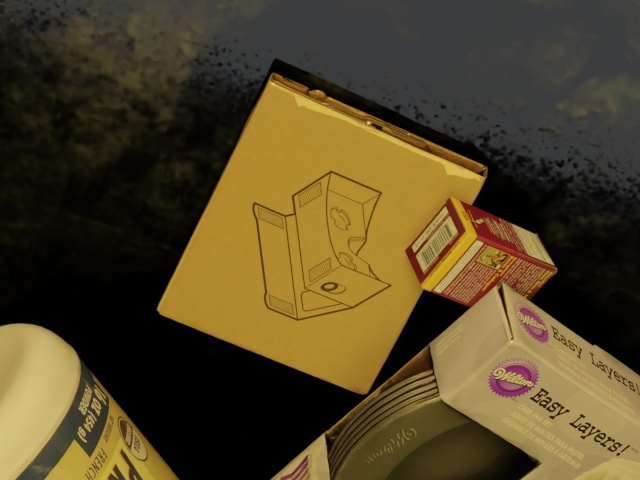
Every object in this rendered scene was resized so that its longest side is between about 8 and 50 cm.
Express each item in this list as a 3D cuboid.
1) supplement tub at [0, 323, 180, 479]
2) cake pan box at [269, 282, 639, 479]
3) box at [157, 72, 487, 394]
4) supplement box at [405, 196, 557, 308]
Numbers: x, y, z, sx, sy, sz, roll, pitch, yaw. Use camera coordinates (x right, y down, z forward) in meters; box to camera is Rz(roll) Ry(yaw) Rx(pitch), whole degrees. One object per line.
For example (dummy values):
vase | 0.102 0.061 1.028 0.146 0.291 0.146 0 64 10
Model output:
supplement tub | -0.188 0.241 1.397 0.228 0.228 0.316 -28 114 19
cake pan box | 0.129 0.176 1.399 0.267 0.070 0.246 35 115 -29
box | 0.000 0.000 1.364 0.164 0.021 0.201 23 118 -9
supplement box | 0.109 0.013 1.334 0.083 0.043 0.055 23 119 -33
